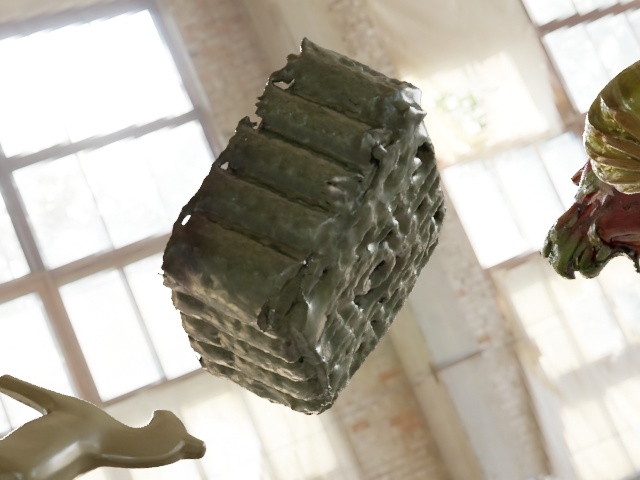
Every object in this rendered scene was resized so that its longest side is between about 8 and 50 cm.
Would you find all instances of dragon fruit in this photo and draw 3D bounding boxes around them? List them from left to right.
[{"bbox_3d":[0.408,-0.044,1.803,0.198,0.200,0.269,-75,11,-68],"label":"dragon fruit"}]

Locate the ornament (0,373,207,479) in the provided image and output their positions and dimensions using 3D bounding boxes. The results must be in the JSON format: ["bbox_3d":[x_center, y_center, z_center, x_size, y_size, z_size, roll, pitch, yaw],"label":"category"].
[{"bbox_3d":[-0.263,0.208,1.510,0.245,0.061,0.230,18,25,25],"label":"ornament"}]

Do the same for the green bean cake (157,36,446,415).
[{"bbox_3d":[0.000,0.000,0.863,0.173,0.094,0.181,-57,-22,-20],"label":"green bean cake"}]

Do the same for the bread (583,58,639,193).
[{"bbox_3d":[0.282,-0.109,1.275,0.094,0.083,0.157,24,-51,-33],"label":"bread"}]
